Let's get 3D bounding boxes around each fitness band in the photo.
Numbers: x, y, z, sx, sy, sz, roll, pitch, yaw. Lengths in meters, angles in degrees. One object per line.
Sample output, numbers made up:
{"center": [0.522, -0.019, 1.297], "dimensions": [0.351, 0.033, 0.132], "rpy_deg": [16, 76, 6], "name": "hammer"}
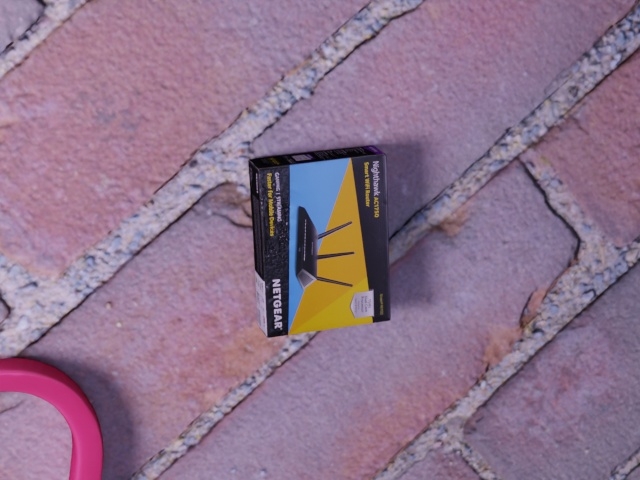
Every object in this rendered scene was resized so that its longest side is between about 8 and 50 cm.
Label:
{"center": [-0.324, 0.254, 1.626], "dimensions": [0.209, 0.054, 0.291], "rpy_deg": [3, 108, -21], "name": "fitness band"}

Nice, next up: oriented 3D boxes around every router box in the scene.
{"center": [0.000, 0.000, 1.640], "dimensions": [0.133, 0.046, 0.179], "rpy_deg": [-8, 110, -15], "name": "router box"}
